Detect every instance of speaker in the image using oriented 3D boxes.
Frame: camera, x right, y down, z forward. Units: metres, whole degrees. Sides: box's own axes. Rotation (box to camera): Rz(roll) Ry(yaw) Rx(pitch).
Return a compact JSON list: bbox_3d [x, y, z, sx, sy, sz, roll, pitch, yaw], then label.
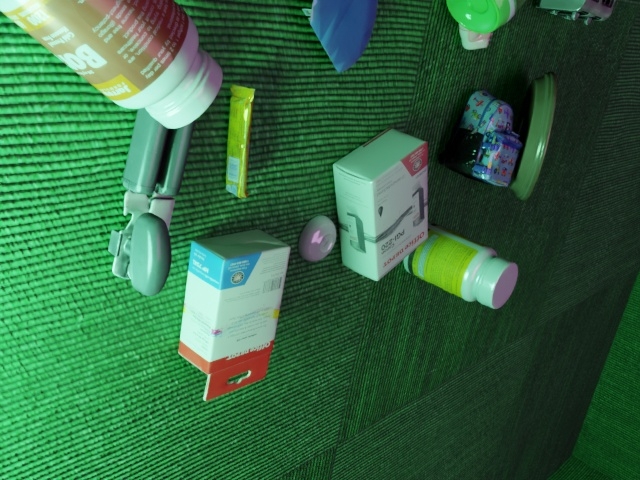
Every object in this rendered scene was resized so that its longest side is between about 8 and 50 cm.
[{"bbox_3d":[0.345,-0.501,1.238,0.296,0.131,0.131,-50,143,-17],"label":"speaker"}]

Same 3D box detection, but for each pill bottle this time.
[{"bbox_3d":[0.283,0.051,1.432,0.119,0.208,0.119,-29,132,-38],"label":"pill bottle"},{"bbox_3d":[-0.202,-0.211,0.706,0.216,0.121,0.121,41,78,-43],"label":"pill bottle"}]

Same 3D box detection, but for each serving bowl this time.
[{"bbox_3d":[0.000,0.000,1.200,0.083,0.027,0.083,-28,131,-39],"label":"serving bowl"}]

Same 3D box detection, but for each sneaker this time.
[{"bbox_3d":[0.306,-0.405,1.313,0.134,0.051,0.070,-42,141,-22],"label":"sneaker"}]

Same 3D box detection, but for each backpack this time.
[{"bbox_3d":[0.336,-0.207,1.420,0.158,0.117,0.173,13,98,-55],"label":"backpack"}]

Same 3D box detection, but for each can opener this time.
[{"bbox_3d":[-0.188,-0.073,0.860,0.076,0.095,0.284,-3,113,-51],"label":"can opener"}]

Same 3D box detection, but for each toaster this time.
[{"bbox_3d":[0.550,-0.554,1.474,0.168,0.110,0.186,-8,118,-50],"label":"toaster"}]

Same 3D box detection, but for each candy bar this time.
[{"bbox_3d":[-0.111,-0.132,0.967,0.018,0.040,0.162,-31,135,-50],"label":"candy bar"}]

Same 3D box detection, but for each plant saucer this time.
[{"bbox_3d":[0.449,-0.223,1.515,0.278,0.041,0.278,11,90,-83],"label":"plant saucer"}]

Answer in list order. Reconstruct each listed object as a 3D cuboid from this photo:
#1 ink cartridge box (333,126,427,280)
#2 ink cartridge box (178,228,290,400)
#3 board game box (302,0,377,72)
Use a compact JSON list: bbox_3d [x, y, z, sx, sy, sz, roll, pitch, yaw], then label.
[{"bbox_3d":[0.111,-0.062,1.246,0.158,0.092,0.218,-37,138,-32],"label":"ink cartridge box"},{"bbox_3d":[-0.132,0.109,1.058,0.134,0.078,0.231,-12,120,-47],"label":"ink cartridge box"},{"bbox_3d":[0.025,-0.333,1.022,0.133,0.033,0.169,-62,150,-11],"label":"board game box"}]
